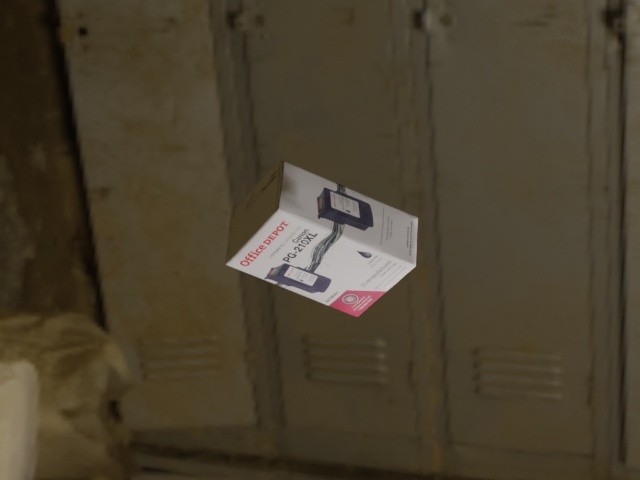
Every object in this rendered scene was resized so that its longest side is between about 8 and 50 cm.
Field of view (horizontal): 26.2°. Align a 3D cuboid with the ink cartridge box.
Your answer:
[{"bbox_3d":[0.000,0.000,2.042,0.172,0.237,0.100,-45,-149,46],"label":"ink cartridge box"}]
